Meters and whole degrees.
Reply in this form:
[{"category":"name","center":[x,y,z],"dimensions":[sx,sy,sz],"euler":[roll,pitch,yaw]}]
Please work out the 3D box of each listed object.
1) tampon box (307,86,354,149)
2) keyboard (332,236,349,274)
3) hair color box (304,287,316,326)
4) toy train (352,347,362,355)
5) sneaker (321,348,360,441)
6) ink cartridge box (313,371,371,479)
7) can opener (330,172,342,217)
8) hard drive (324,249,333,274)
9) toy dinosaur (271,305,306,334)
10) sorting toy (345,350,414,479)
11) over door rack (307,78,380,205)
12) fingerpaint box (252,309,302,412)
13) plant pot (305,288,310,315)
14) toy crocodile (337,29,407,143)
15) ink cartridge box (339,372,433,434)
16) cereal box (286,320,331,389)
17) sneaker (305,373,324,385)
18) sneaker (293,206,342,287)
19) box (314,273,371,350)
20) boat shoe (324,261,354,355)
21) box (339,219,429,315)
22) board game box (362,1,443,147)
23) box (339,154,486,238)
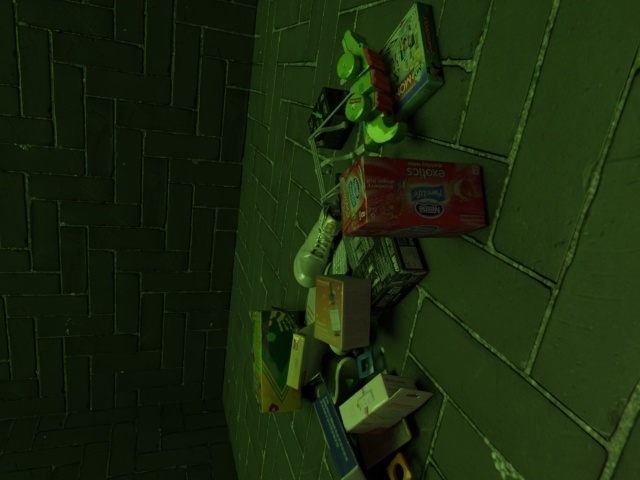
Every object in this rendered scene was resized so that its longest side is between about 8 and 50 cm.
[{"category":"tampon box","center":[0.038,-0.398,1.461],"dimensions":[0.161,0.101,0.121],"euler":[124,141,-53]},{"category":"keyboard","center":[0.059,0.056,1.350],"dimensions":[0.072,0.014,0.256],"euler":[-48,15,20]},{"category":"hair color box","center":[-0.008,0.232,1.521],"dimensions":[0.093,0.053,0.168],"euler":[-134,50,-62]},{"category":"toy train","center":[0.093,0.302,1.376],"dimensions":[0.158,0.027,0.036],"euler":[-120,34,-54]},{"category":"sneaker","center":[0.053,0.472,1.380],"dimensions":[0.147,0.104,0.296],"euler":[-141,58,-70]},{"category":"ink cartridge box","center":[0.061,0.554,1.165],"dimensions":[0.308,0.072,0.303],"euler":[65,175,-19]},{"category":"can opener","center":[0.068,-0.152,1.435],"dimensions":[0.059,0.073,0.186],"euler":[105,165,-51]},{"category":"hard drive","center":[0.012,0.055,1.611],"dimensions":[0.135,0.022,0.094],"euler":[-121,38,-55]},{"category":"toy dinosaur","center":[-0.074,0.317,1.569],"dimensions":[0.268,0.064,0.118],"euler":[48,176,-3]},{"category":"sorting toy","center":[0.154,0.460,1.140],"dimensions":[0.196,0.047,0.348],"euler":[-54,36,31]},{"category":"over door rack","center":[0.073,-0.271,1.285],"dimensions":[0.324,0.108,0.240],"euler":[133,129,-59]},{"category":"fingerpaint box","center":[-0.190,0.478,1.855],"dimensions":[0.445,0.163,0.372],"euler":[143,126,-74]},{"category":"plant pot","center":[-0.004,0.278,1.625],"dimensions":[0.236,0.032,0.237],"euler":[-178,90,-70]},{"category":"toy crocodile","center":[0.125,-0.382,1.097],"dimensions":[0.105,0.115,0.341],"euler":[-31,60,44]},{"category":"ink cartridge box","center":[0.151,0.372,1.028],"dimensions":[0.198,0.115,0.067],"euler":[-49,39,29]},{"category":"cereal box","center":[-0.016,0.341,1.402],"dimensions":[0.047,0.240,0.173],"euler":[15,105,28]},{"category":"sneaker","center":[-0.028,0.471,1.607],"dimensions":[0.208,0.081,0.094],"euler":[132,138,-60]},{"category":"sneaker","center":[0.000,0.000,1.429],"dimensions":[0.293,0.107,0.169],"euler":[-74,8,-45]},{"category":"box","center":[0.056,0.180,1.151],"dimensions":[0.130,0.090,0.171],"euler":[6,96,58]},{"category":"boat shoe","center":[0.076,0.185,1.330],"dimensions":[0.091,0.109,0.305],"euler":[-34,44,35]},{"category":"box","center":[0.151,0.011,1.174],"dimensions":[0.243,0.076,0.308],"euler":[118,147,-50]},{"category":"board game box","center":[0.192,-0.406,1.141],"dimensions":[0.317,0.046,0.214],"euler":[141,128,-63]},{"category":"box","center":[0.176,-0.078,0.862],"dimensions":[0.122,0.256,0.128],"euler":[149,120,-68]}]
